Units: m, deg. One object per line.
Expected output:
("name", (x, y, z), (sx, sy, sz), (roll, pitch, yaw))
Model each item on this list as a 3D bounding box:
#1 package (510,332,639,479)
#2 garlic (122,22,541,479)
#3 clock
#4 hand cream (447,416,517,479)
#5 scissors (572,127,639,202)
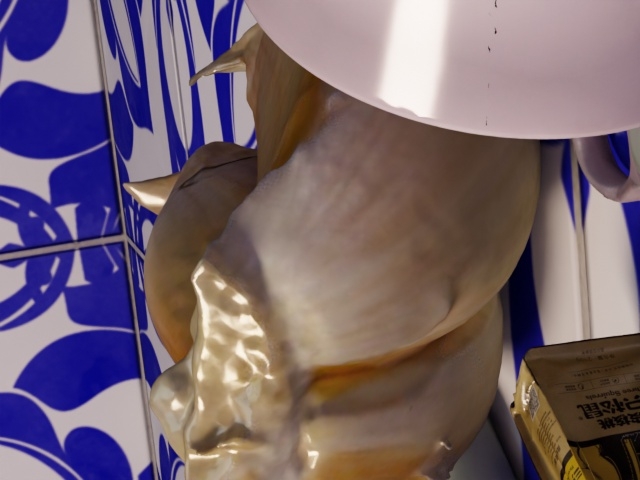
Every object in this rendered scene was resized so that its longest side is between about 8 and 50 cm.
("package", (0.137, 0.101, 0.758), (0.047, 0.071, 0.131), (102, 153, -42))
("garlic", (0.000, 0.000, 0.935), (0.313, 0.249, 0.286), (-86, -19, -67))
("clock", (0.068, -0.124, 0.625), (0.068, 0.196, 0.197), (96, 159, -44))
("hand cream", (0.076, 0.144, 1.039), (0.341, 0.077, 0.124), (-108, 17, -46))
("scissors", (0.151, -0.027, 0.698), (0.242, 0.030, 0.118), (-112, 19, -53))
